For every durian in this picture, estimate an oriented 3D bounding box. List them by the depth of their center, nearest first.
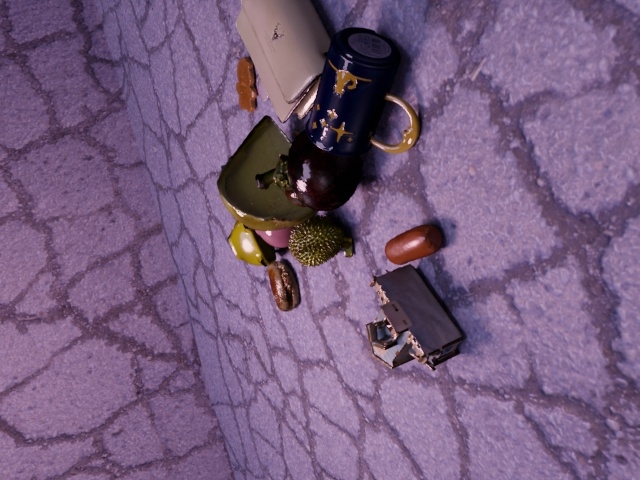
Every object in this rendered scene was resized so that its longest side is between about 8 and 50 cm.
[{"bbox_3d":[-0.014,0.000,1.839,0.198,0.159,0.146,4,113,60],"label":"durian"}]

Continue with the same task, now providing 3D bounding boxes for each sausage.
[{"bbox_3d":[0.220,0.012,1.515,0.197,0.076,0.076,-29,79,63],"label":"sausage"}]

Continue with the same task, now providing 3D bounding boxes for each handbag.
[{"bbox_3d":[-0.080,-0.527,1.676,0.237,0.160,0.358,-43,66,51],"label":"handbag"}]

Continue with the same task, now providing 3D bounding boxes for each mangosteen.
[{"bbox_3d":[-0.032,-0.186,1.643,0.231,0.289,0.231,173,90,-90],"label":"mangosteen"}]

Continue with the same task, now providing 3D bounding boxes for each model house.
[{"bbox_3d":[0.203,0.225,1.564,0.271,0.178,0.206,56,149,24],"label":"model house"}]

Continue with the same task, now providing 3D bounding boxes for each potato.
[{"bbox_3d":[-0.156,-0.142,1.843,0.330,0.280,0.213,46,160,14],"label":"potato"}]

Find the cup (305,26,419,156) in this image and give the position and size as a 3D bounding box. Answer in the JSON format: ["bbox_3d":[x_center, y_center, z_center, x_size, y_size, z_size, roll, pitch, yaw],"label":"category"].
[{"bbox_3d":[0.117,-0.340,1.471,0.256,0.255,0.178,110,172,-45],"label":"cup"}]

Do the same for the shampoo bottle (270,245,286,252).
[{"bbox_3d":[-0.183,-0.092,2.154,0.104,0.104,0.278,-34,75,61],"label":"shampoo bottle"}]

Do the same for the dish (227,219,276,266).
[{"bbox_3d":[-0.253,0.004,2.197,0.262,0.108,0.221,-80,-35,-77],"label":"dish"}]

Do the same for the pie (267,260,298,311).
[{"bbox_3d":[-0.143,0.170,2.262,0.163,0.079,0.193,9,115,65],"label":"pie"}]

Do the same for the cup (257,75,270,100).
[{"bbox_3d":[-0.118,-0.456,1.824,0.104,0.116,0.074,8,111,61],"label":"cup"}]

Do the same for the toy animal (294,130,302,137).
[{"bbox_3d":[-0.048,-0.286,1.857,0.081,0.060,0.083,-72,-21,-65],"label":"toy animal"}]

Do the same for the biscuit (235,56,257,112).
[{"bbox_3d":[-0.253,-0.530,2.123,0.133,0.027,0.184,18,119,58],"label":"biscuit"}]

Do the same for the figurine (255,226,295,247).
[{"bbox_3d":[-0.128,-0.061,2.006,0.173,0.173,0.173,38,136,48],"label":"figurine"}]
